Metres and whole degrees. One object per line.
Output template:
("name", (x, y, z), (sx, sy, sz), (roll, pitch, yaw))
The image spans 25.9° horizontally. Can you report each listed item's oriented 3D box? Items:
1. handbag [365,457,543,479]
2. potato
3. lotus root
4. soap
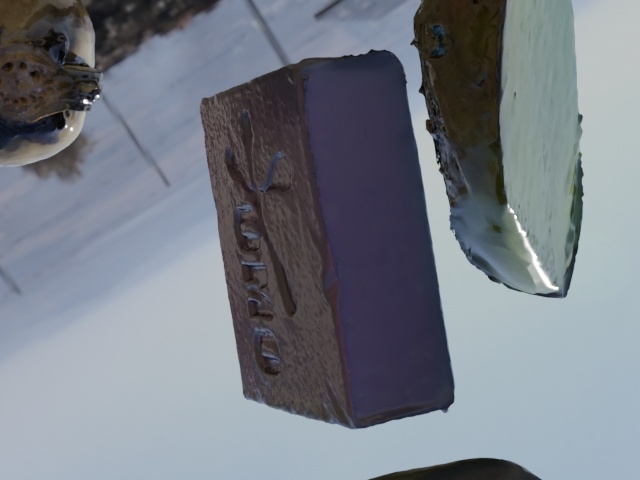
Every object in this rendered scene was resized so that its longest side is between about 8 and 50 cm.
("handbag", (-0.002, 0.230, 0.507), (0.263, 0.222, 0.241), (-22, 152, -22))
("potato", (0.075, -0.051, 0.594), (0.054, 0.198, 0.119), (6, -122, 22))
("lotus root", (-0.297, -0.166, 1.305), (0.183, 0.182, 0.310), (-32, -163, -7))
("soap", (0.000, 0.000, 1.190), (0.107, 0.296, 0.285), (-10, -179, -21))
